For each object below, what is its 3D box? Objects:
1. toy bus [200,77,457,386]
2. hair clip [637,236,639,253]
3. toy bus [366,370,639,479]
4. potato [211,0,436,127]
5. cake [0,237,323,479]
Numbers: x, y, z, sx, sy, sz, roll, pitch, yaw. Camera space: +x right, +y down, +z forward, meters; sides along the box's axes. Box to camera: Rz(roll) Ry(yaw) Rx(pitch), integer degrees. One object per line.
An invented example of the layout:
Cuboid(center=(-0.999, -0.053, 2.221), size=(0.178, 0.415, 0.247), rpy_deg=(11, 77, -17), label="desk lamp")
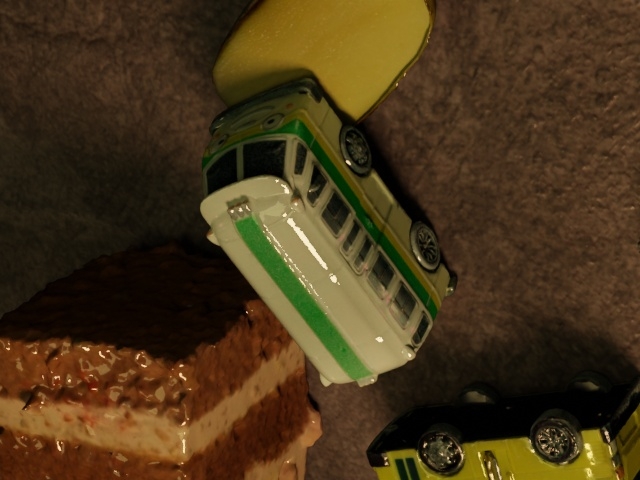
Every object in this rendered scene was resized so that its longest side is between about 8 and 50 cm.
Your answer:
Cuboid(center=(0.000, 0.000, 1.725), size=(0.134, 0.164, 0.276), rpy_deg=(-21, 120, 32), label="toy bus")
Cuboid(center=(0.373, 0.147, 1.671), size=(0.110, 0.095, 0.358), rpy_deg=(-8, 108, 12), label="hair clip")
Cuboid(center=(0.192, 0.225, 1.766), size=(0.262, 0.128, 0.150), rpy_deg=(-10, 103, 30), label="toy bus")
Cuboid(center=(0.007, -0.208, 1.705), size=(0.160, 0.111, 0.271), rpy_deg=(28, 138, -14), label="potato")
Cuboid(center=(-0.170, 0.177, 1.850), size=(0.256, 0.282, 0.290), rpy_deg=(7, 114, 29), label="cake")
